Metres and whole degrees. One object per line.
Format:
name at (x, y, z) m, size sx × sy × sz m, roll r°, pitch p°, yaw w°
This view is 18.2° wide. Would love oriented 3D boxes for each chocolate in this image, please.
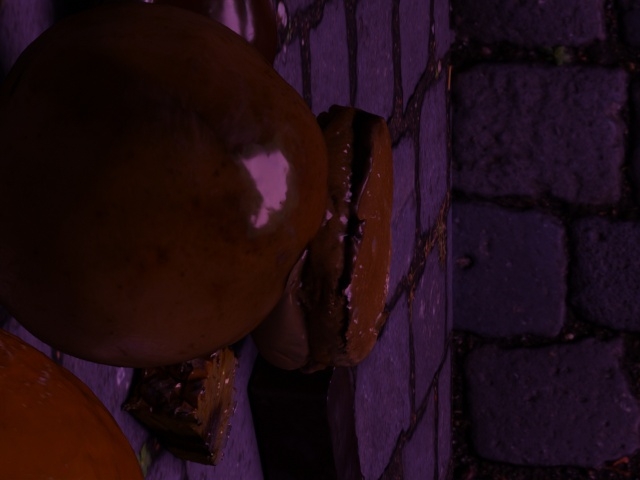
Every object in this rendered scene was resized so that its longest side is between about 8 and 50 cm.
chocolate at (-0.015, 0.260, 2.538) m, size 0.112 × 0.112 × 0.321 m, roll -71°, pitch 160°, yaw -46°

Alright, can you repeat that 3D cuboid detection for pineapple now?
pineapple at (-0.135, 0.149, 2.090) m, size 0.233 × 0.079 × 0.135 m, roll 70°, pitch 35°, yaw -72°

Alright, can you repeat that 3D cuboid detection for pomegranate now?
pomegranate at (-0.136, -0.042, 1.565) m, size 0.307 × 0.307 × 0.307 m, roll 3°, pitch 90°, yaw -77°

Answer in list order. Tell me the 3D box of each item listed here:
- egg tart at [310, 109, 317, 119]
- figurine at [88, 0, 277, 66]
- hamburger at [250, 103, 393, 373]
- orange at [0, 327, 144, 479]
egg tart at (-0.075, -0.067, 2.068) m, size 0.294 × 0.123 × 0.294 m, roll 3°, pitch 90°, yaw -70°
figurine at (-0.129, -0.199, 1.818) m, size 0.298 × 0.243 × 0.416 m, roll -47°, pitch 160°, yaw -83°
hamburger at (0.000, -0.007, 2.342) m, size 0.284 × 0.174 × 0.304 m, roll 90°, pitch 2°, yaw -72°
orange at (-0.241, 0.204, 1.178) m, size 0.340 × 0.293 × 0.341 m, roll 4°, pitch 90°, yaw -76°
